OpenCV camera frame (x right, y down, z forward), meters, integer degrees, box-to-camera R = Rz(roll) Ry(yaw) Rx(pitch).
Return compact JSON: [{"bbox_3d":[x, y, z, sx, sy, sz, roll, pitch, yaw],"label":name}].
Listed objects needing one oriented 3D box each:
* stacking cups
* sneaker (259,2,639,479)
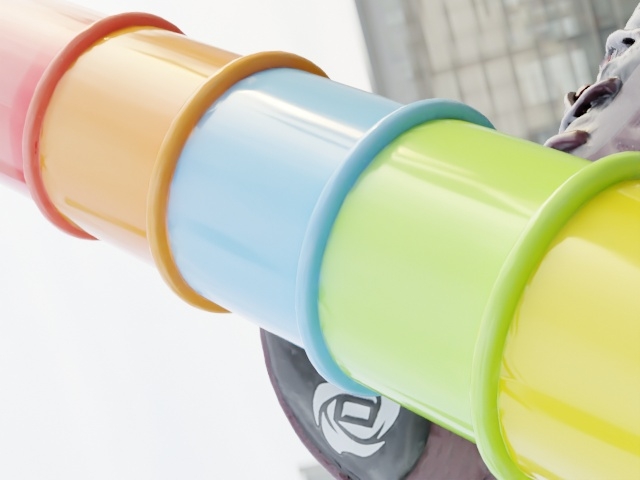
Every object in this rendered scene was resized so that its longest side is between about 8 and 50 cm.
[{"bbox_3d":[0.000,0.000,0.510,0.096,0.316,0.096,-22,-59,-42],"label":"stacking cups"},{"bbox_3d":[0.060,-0.014,0.592,0.106,0.162,0.281,49,-125,-78],"label":"sneaker"}]
